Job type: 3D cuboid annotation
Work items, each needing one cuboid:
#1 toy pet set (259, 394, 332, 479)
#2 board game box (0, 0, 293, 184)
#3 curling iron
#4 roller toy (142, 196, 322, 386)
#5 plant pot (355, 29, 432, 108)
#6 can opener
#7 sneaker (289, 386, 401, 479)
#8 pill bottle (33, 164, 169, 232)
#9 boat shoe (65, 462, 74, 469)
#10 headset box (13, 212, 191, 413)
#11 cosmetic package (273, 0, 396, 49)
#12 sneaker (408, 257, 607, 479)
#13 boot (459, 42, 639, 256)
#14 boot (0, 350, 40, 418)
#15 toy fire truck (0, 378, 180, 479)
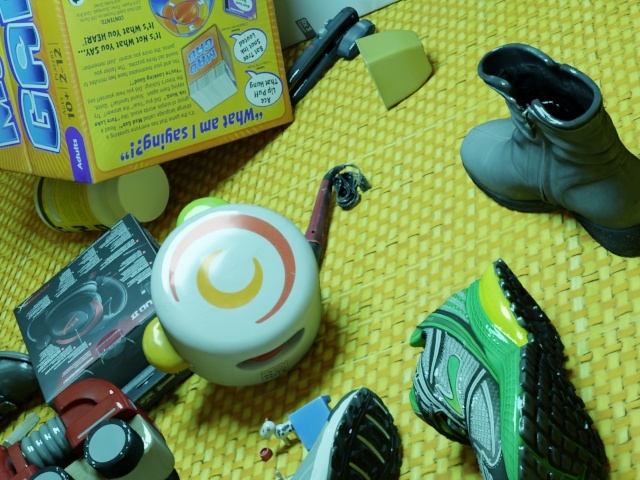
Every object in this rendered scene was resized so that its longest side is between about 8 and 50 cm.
[{"bbox_3d":[-0.028,0.220,1.392,0.114,0.065,0.122,-33,33,9],"label":"toy pet set"},{"bbox_3d":[-0.310,-0.310,1.944,0.357,0.356,0.356,-21,19,-36],"label":"board game box"},{"bbox_3d":[0.000,0.000,1.667,0.068,0.035,0.274,-12,41,36],"label":"curling iron"},{"bbox_3d":[-0.096,0.069,1.526,0.191,0.146,0.209,16,67,9],"label":"roller toy"},{"bbox_3d":[0.108,-0.249,1.833,0.083,0.081,0.081,-24,34,5],"label":"plant pot"},{"bbox_3d":[-0.001,-0.283,1.999,0.186,0.059,0.073,-44,33,-9],"label":"can opener"},{"bbox_3d":[-0.006,0.259,1.294,0.108,0.100,0.271,-11,41,44],"label":"sneaker"},{"bbox_3d":[-0.337,-0.073,2.019,0.209,0.119,0.119,-2,47,44],"label":"pill bottle"},{"bbox_3d":[-0.392,0.328,1.581,0.307,0.110,0.104,-23,34,23],"label":"boat shoe"},{"bbox_3d":[-0.266,0.119,1.715,0.218,0.110,0.293,-40,32,-2],"label":"headset box"},{"bbox_3d":[0.003,-0.465,2.080,0.385,0.217,0.156,-19,37,32],"label":"cosmetic package"},{"bbox_3d":[0.166,0.162,1.235,0.146,0.134,0.343,-37,22,16],"label":"sneaker"},{"bbox_3d":[0.231,-0.128,1.418,0.118,0.222,0.338,-47,33,-11],"label":"boot"},{"bbox_3d":[-0.477,0.285,1.763,0.263,0.091,0.229,-27,39,25],"label":"boot"},{"bbox_3d":[-0.292,0.236,1.447,0.217,0.158,0.246,-38,50,-3],"label":"toy fire truck"}]
